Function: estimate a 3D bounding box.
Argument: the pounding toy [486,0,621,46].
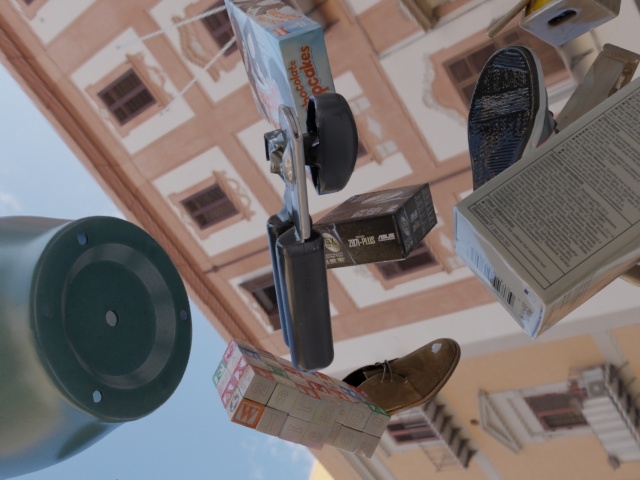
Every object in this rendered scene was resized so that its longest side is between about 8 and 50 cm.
[{"bbox_3d":[0.317,-0.334,0.902,0.100,0.141,0.130,21,-105,-22],"label":"pounding toy"}]

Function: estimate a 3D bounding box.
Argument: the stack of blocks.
[{"bbox_3d":[-0.028,0.287,1.177,0.297,0.171,0.087,26,-88,-23],"label":"stack of blocks"}]

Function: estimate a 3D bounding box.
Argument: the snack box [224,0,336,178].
[{"bbox_3d":[-0.050,-0.222,0.908,0.322,0.060,0.187,-124,16,-57],"label":"snack box"}]

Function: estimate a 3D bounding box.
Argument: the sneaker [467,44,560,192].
[{"bbox_3d":[0.307,-0.122,0.925,0.178,0.124,0.295,-18,-66,-35],"label":"sneaker"}]

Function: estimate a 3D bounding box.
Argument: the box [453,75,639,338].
[{"bbox_3d":[0.309,-0.050,0.720,0.148,0.311,0.121,54,174,27],"label":"box"}]

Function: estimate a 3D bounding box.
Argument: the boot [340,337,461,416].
[{"bbox_3d":[0.155,0.293,1.411,0.115,0.305,0.112,49,-172,-31],"label":"boot"}]

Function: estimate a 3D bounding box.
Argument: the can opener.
[{"bbox_3d":[0.000,0.000,0.644,0.076,0.095,0.283,-119,19,-55],"label":"can opener"}]

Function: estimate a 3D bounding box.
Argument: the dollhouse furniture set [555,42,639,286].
[{"bbox_3d":[0.594,-0.124,1.127,0.256,0.394,0.362,-52,-22,-25],"label":"dollhouse furniture set"}]

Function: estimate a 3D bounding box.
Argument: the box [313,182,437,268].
[{"bbox_3d":[0.093,-0.026,1.100,0.180,0.147,0.077,-38,-64,-57],"label":"box"}]

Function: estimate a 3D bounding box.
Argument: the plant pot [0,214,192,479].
[{"bbox_3d":[-0.276,0.092,0.635,0.272,0.255,0.271,35,-133,-49],"label":"plant pot"}]

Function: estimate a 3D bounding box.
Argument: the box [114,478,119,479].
[{"bbox_3d":[-0.172,0.392,0.633,0.324,0.063,0.067,61,-179,39],"label":"box"}]
